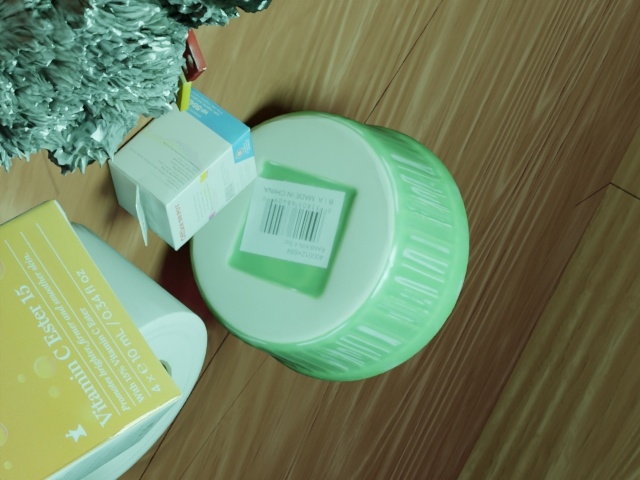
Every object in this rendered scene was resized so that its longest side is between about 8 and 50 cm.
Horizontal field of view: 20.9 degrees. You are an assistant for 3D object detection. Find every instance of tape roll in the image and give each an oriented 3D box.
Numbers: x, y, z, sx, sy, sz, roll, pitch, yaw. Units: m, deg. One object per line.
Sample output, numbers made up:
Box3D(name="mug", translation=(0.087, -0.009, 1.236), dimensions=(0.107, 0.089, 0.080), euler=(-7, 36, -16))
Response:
Box3D(name="tape roll", translation=(-0.258, 0.126, 1.781), dimensions=(0.246, 0.169, 0.246), euler=(-43, 156, -25))

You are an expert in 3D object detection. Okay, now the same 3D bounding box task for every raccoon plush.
Box3D(name="raccoon plush", translation=(-0.237, -0.167, 1.223), dimensions=(0.299, 0.216, 0.446), euler=(-27, 171, -42))

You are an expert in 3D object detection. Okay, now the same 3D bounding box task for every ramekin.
Box3D(name="ramekin", translation=(0.000, 0.000, 1.951), dimensions=(0.303, 0.303, 0.148), euler=(-56, 150, 7))

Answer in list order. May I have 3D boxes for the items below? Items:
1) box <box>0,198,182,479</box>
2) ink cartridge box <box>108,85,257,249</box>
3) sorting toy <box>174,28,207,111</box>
Box3D(name="box", translation=(-0.330, 0.152, 1.494), dimensions=(0.345, 0.215, 0.168), euler=(-31, 172, -27))
Box3D(name="ink cartridge box", translation=(-0.149, -0.070, 1.808), dimensions=(0.143, 0.090, 0.092), euler=(-43, 156, -21))
Box3D(name="sorting toy", translation=(-0.167, -0.234, 1.411), dimensions=(0.046, 0.274, 0.132), euler=(-21, -178, -17))
